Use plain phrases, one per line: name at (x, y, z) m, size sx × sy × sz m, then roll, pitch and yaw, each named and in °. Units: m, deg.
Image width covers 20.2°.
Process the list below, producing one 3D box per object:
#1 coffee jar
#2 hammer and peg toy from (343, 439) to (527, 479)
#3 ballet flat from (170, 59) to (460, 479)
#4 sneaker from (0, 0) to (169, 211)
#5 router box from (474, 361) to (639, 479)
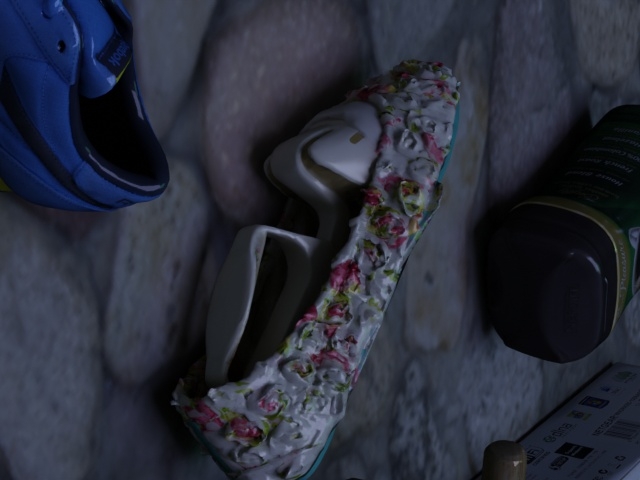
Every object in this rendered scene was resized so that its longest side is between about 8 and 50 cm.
coffee jar at (0.170, -0.006, 1.108) m, size 0.184 × 0.079 × 0.096 m, roll -42°, pitch 138°, yaw -46°
hammer and peg toy at (-0.014, 0.240, 0.835) m, size 0.361 × 0.127 × 0.266 m, roll -18°, pitch 113°, yaw -59°
ballet flat at (0.000, 0.000, 0.842) m, size 0.077 × 0.091 × 0.241 m, roll 37°, pitch 61°, yaw -31°
sneaker at (-0.106, -0.099, 0.642) m, size 0.069 × 0.082 × 0.209 m, roll -50°, pitch 135°, yaw -37°
router box at (0.158, 0.278, 1.157) m, size 0.335 × 0.082 × 0.301 m, roll -28°, pitch 121°, yaw -52°
